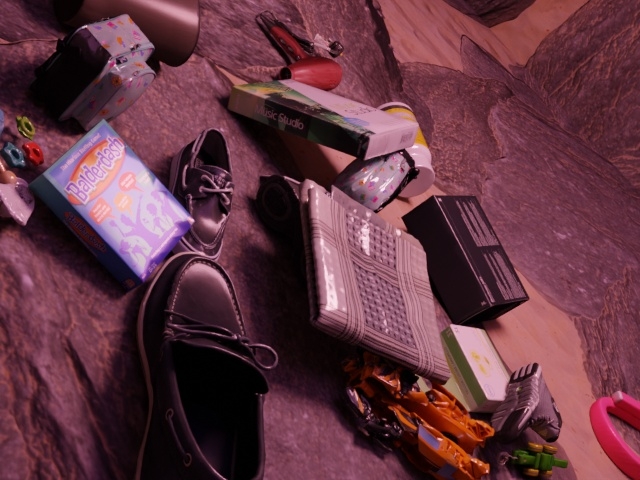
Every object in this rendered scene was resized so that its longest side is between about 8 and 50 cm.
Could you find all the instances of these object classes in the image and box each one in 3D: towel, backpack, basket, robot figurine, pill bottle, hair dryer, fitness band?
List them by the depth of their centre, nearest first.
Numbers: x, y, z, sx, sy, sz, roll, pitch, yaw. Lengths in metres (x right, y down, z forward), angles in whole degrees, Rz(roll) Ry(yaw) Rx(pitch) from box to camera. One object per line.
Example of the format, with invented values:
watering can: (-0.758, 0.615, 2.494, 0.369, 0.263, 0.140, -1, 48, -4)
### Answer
backpack: (-0.355, -0.280, 1.665, 0.144, 0.166, 0.188, 42, 32, -8)
robot figurine: (0.157, 0.281, 1.696, 0.291, 0.085, 0.211, 41, 28, -9)
towel: (0.094, 0.061, 1.720, 0.312, 0.056, 0.324, 28, 38, -33)
basket: (-0.360, -0.434, 1.878, 0.226, 0.154, 0.204, 7, 48, -43)
backpack: (0.098, -0.113, 2.071, 0.115, 0.152, 0.182, 49, 44, -6)
fitness band: (0.707, 0.446, 2.225, 0.290, 0.054, 0.209, 31, 33, -22)
pill bottle: (0.183, -0.205, 2.305, 0.119, 0.119, 0.209, 21, 37, -36)
hair dryer: (-0.053, -0.419, 2.352, 0.223, 0.080, 0.294, 21, 29, -11)

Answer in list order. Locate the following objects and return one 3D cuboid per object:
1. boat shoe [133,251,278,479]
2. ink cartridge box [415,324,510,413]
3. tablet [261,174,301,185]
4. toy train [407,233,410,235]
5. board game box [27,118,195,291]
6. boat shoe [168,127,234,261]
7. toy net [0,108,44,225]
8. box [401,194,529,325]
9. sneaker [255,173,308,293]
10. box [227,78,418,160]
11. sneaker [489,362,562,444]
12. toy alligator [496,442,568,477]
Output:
boat shoe: (-0.149, 0.182, 1.364, 0.186, 0.156, 0.500, 29, 32, -24)
ink cartridge box: (0.262, 0.241, 1.917, 0.235, 0.056, 0.171, 13, 43, -47)
tablet: (-0.071, -0.113, 1.925, 0.054, 0.083, 0.006, 22, 81, -35)
toy train: (0.222, -0.004, 2.196, 0.036, 0.027, 0.158, 57, 31, 12)
board game box: (-0.302, -0.053, 1.499, 0.210, 0.047, 0.160, 48, 43, -14)
boat shoe: (-0.190, -0.077, 1.685, 0.108, 0.102, 0.301, 30, 33, -25)
toy net: (-0.447, -0.102, 1.457, 0.122, 0.045, 0.232, 35, 28, -53)
box: (0.306, 0.038, 2.146, 0.184, 0.103, 0.261, 0, 61, -55)
sneaker: (0.000, 0.000, 1.838, 0.130, 0.109, 0.286, 8, 48, -56)
box: (0.008, -0.250, 2.053, 0.321, 0.059, 0.232, 21, 21, 23)
sneaker: (0.392, 0.331, 1.864, 0.132, 0.086, 0.229, 56, 35, -10)
toy alligator: (0.378, 0.400, 1.874, 0.189, 0.056, 0.051, 13, -3, -34)
